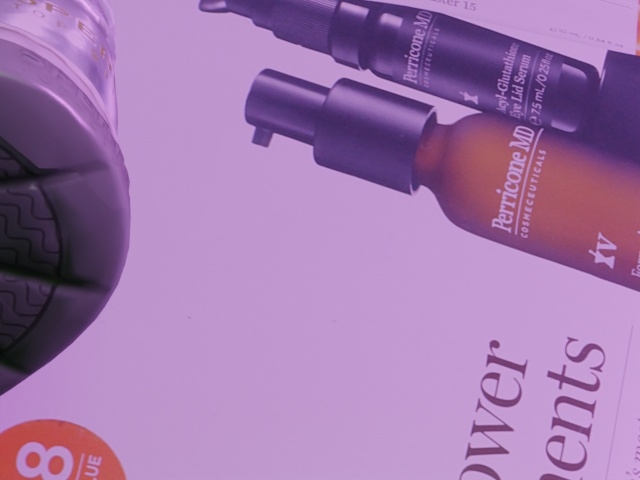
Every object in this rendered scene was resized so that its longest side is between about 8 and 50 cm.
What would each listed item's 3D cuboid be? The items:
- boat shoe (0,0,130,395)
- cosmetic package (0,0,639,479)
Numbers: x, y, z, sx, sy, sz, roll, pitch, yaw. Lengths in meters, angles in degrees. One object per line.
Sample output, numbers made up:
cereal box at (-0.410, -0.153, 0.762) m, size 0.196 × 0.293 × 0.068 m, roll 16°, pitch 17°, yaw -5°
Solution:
boat shoe at (-0.191, 0.027, 0.498) m, size 0.118 × 0.320 × 0.103 m, roll 54°, pitch 16°, yaw -27°
cosmetic package at (0.000, 0.000, 0.651) m, size 0.284 × 0.097 × 0.377 m, roll 17°, pitch 57°, yaw -2°
